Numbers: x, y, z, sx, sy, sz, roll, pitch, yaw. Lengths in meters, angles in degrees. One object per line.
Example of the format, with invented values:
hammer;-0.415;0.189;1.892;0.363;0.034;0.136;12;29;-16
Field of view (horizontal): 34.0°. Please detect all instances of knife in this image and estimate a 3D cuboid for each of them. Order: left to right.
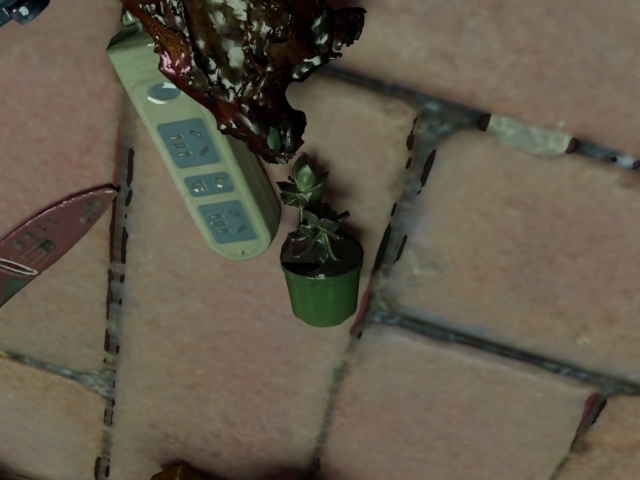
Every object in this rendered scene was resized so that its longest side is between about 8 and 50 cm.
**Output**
knife;-0.213;0.019;0.716;0.035;0.018;0.247;43;127;-18

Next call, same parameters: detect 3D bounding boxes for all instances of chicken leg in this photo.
chicken leg;-0.049;-0.136;0.483;0.105;0.063;0.234;-26;122;1

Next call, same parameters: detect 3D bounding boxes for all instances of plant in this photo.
plant;0.000;0.000;0.609;0.051;0.051;0.102;4;127;13

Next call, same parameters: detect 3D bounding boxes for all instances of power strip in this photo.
power strip;-0.068;-0.060;0.585;0.048;0.030;0.191;-7;130;21

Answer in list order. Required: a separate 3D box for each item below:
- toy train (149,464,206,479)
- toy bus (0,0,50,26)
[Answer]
toy train;-0.008;0.338;0.845;0.249;0.178;0.429;-25;122;22
toy bus;-0.175;-0.129;0.530;0.166;0.065;0.047;-20;123;33
